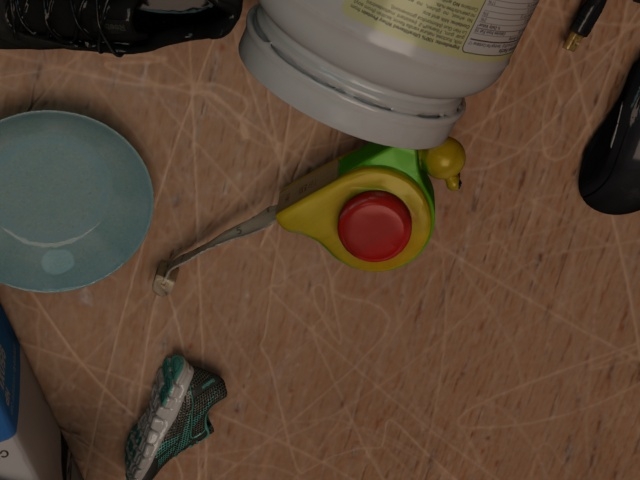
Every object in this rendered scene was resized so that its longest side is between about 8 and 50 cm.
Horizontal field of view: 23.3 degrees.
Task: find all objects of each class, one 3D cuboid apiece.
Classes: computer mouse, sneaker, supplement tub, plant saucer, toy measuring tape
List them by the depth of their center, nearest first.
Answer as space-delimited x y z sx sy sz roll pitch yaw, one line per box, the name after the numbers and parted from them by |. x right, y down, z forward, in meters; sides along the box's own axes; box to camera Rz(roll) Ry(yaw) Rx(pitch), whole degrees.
0.083 -0.263 1.270 0.235 0.235 0.324 16 116 -19 | supplement tub
-0.201 -0.207 1.313 0.286 0.130 0.109 -9 124 -4 | sneaker
-0.254 -0.042 1.454 0.195 0.037 0.195 -5 122 -8 | plant saucer
0.303 -0.138 1.489 0.184 0.060 0.262 19 115 -21 | computer mouse
0.000 0.000 1.489 0.330 0.121 0.121 -29 122 16 | toy measuring tape
-0.149 0.198 1.604 0.076 0.065 0.166 17 118 -24 | sneaker

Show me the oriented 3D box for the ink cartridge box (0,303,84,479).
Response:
-0.393 0.265 1.534 0.286 0.166 0.394 -18 122 0 | ink cartridge box
